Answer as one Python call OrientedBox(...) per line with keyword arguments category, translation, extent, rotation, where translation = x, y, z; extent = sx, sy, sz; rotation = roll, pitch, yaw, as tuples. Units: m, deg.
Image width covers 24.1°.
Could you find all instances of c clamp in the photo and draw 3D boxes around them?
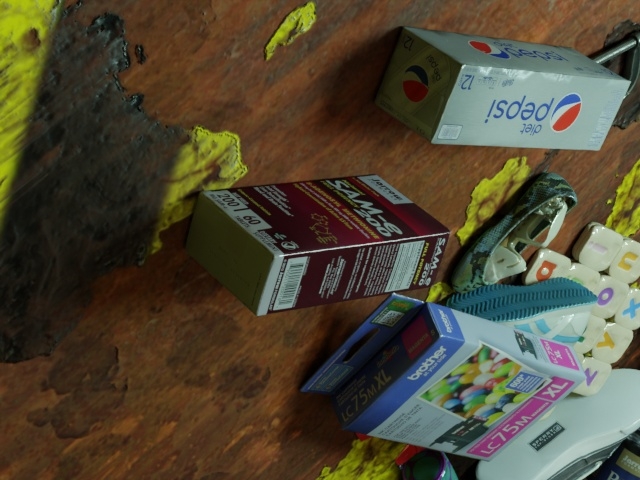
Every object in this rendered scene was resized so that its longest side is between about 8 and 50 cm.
OrientedBox(category="c clamp", translation=(0.336, -0.205, 1.758), extent=(0.160, 0.022, 0.137), rotation=(-32, 144, -23))

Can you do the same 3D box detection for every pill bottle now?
OrientedBox(category="pill bottle", translation=(0.461, 0.331, 2.232), extent=(0.123, 0.123, 0.219), rotation=(6, 116, -46))

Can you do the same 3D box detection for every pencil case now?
OrientedBox(category="pencil case", translation=(0.154, 0.334, 1.984), extent=(0.070, 0.064, 0.152), rotation=(-55, 144, -20))

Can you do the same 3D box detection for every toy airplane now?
OrientedBox(category="toy airplane", translation=(0.111, 0.227, 1.884), extent=(0.151, 0.028, 0.151), rotation=(-24, 135, -26))

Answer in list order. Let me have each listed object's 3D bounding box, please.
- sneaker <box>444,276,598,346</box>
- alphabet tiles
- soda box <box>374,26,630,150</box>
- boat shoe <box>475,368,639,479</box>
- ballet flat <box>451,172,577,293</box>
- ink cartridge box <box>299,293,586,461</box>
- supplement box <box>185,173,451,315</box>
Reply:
OrientedBox(category="sneaker", translation=(0.244, 0.107, 1.852), extent=(0.228, 0.087, 0.092), rotation=(-2, 120, -33))
OrientedBox(category="alphabet tiles", translation=(0.328, 0.112, 1.994), extent=(0.278, 0.021, 0.284), rotation=(19, 106, -44))
OrientedBox(category="soda box", translation=(0.198, -0.158, 1.596), extent=(0.286, 0.098, 0.091), rotation=(-2, 120, -44))
OrientedBox(category="boat shoe", translation=(0.352, 0.292, 2.109), extent=(0.301, 0.108, 0.102), rotation=(-33, 139, -16))
OrientedBox(category="ballet flat", translation=(0.235, 0.000, 1.790), extent=(0.188, 0.070, 0.070), rotation=(-50, 142, 0))
OrientedBox(category="ink cartridge box", translation=(0.148, 0.168, 1.770), extent=(0.311, 0.065, 0.186), rotation=(20, 126, -37))
OrientedBox(category="supplement box", translation=(0.000, 0.000, 1.509), extent=(0.239, 0.130, 0.073), rotation=(-7, 125, -41))
